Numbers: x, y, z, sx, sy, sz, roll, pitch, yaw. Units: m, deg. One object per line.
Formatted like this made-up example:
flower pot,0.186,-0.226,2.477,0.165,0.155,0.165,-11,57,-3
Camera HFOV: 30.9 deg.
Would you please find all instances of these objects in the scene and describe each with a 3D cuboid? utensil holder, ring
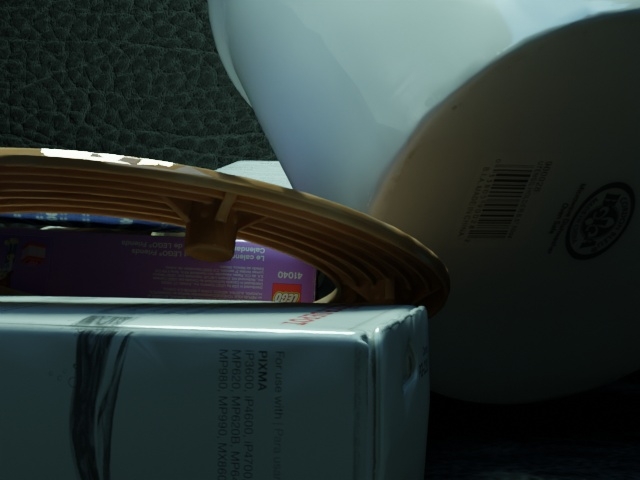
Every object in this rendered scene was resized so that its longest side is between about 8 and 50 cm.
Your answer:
utensil holder,0.115,-0.117,0.863,0.327,0.327,0.385,0,36,-21
ring,-0.100,0.026,0.608,0.336,0.032,0.336,4,-17,1

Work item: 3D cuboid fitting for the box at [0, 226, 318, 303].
box,-0.148,0.047,0.861,0.293,0.057,0.201,3,-16,0

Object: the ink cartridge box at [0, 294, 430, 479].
ink cartridge box,-0.071,0.071,0.477,0.218,0.092,0.158,-1,0,12

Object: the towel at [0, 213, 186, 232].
towel,-0.213,-0.031,0.673,0.336,0.040,0.243,4,0,-10

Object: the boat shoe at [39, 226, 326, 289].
boat shoe,-0.125,0.018,0.981,0.257,0.095,0.095,-6,-33,3

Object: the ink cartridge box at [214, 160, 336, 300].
ink cartridge box,0.000,0.000,1.233,0.270,0.151,0.395,2,13,13
